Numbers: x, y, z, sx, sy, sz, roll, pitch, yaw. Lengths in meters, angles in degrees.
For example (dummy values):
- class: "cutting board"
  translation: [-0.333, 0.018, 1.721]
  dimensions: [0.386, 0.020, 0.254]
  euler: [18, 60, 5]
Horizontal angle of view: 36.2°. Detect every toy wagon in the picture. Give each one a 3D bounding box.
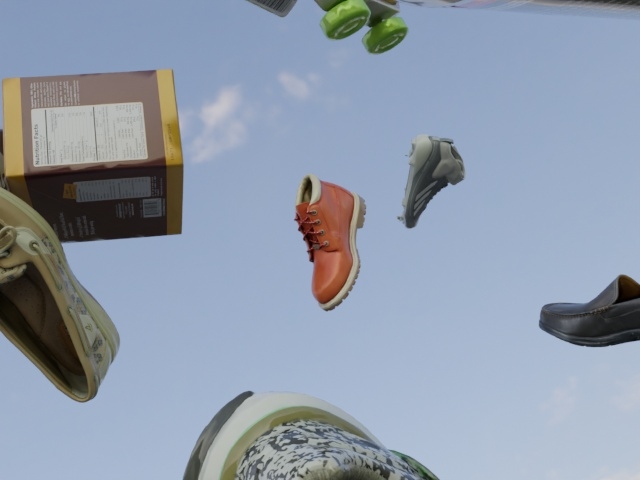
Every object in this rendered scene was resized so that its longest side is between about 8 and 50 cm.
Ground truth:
- class: "toy wagon"
  translation: [-0.018, -0.344, 1.083]
  dimensions: [0.068, 0.267, 0.344]
  euler: [-33, -11, 22]

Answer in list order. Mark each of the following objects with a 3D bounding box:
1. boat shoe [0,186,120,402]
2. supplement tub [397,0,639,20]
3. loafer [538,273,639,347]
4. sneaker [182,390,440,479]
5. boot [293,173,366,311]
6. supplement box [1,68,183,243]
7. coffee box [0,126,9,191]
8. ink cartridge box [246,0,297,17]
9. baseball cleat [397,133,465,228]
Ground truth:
- class: "boat shoe"
  translation: [-0.322, 0.053, 1.066]
  dimensions: [0.104, 0.089, 0.285]
  euler: [-31, -66, 16]
- class: "supplement tub"
  translation: [0.148, -0.212, 0.503]
  dimensions: [0.272, 0.191, 0.191]
  euler: [-5, -40, -33]
- class: "loafer"
  translation: [0.263, 0.058, 0.842]
  dimensions: [0.170, 0.061, 0.062]
  euler: [-1, 12, 44]
- class: "sneaker"
  translation: [0.100, 0.248, 0.657]
  dimensions: [0.410, 0.182, 0.158]
  euler: [32, -103, -13]
- class: "boot"
  translation: [0.000, 0.000, 1.076]
  dimensions: [0.059, 0.158, 0.084]
  euler: [-27, -46, 37]
- class: "supplement box"
  translation: [-0.268, -0.095, 1.174]
  dimensions: [0.194, 0.129, 0.191]
  euler: [-5, -23, -11]
- class: "coffee box"
  translation: [-0.495, -0.074, 1.313]
  dimensions: [0.297, 0.118, 0.168]
  euler: [-11, -72, -67]
- class: "ink cartridge box"
  translation: [-0.140, -0.377, 1.184]
  dimensions: [0.056, 0.225, 0.181]
  euler: [-50, -29, 20]
- class: "baseball cleat"
  translation: [0.197, -0.094, 1.731]
  dimensions: [0.109, 0.072, 0.206]
  euler: [8, -44, 5]
